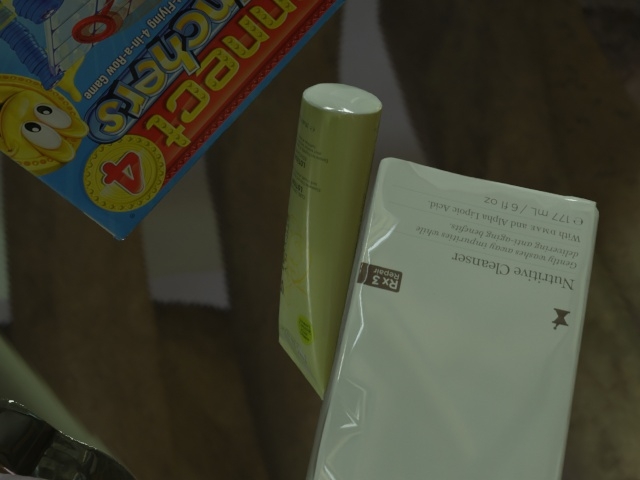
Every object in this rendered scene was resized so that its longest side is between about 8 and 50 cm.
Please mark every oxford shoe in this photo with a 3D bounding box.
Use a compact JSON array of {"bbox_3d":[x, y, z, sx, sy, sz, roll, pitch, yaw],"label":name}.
[{"bbox_3d":[-0.222,0.221,1.474,0.076,0.212,0.076,-49,-10,-14],"label":"oxford shoe"}]

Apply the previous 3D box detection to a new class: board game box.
[{"bbox_3d":[-0.144,-0.203,1.064,0.308,0.086,0.302,-47,-53,5],"label":"board game box"}]

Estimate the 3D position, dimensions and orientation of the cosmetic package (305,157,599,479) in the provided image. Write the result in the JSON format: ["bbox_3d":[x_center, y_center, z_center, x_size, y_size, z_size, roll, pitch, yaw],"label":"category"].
[{"bbox_3d":[0.110,0.141,1.452,0.156,0.217,0.385,105,176,-62],"label":"cosmetic package"}]

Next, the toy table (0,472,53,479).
[{"bbox_3d":[-0.156,0.239,0.907,0.252,0.274,0.161,-8,-75,-49],"label":"toy table"}]

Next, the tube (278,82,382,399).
[{"bbox_3d":[0.000,0.000,1.255,0.070,0.062,0.240,-53,-25,-60],"label":"tube"}]
